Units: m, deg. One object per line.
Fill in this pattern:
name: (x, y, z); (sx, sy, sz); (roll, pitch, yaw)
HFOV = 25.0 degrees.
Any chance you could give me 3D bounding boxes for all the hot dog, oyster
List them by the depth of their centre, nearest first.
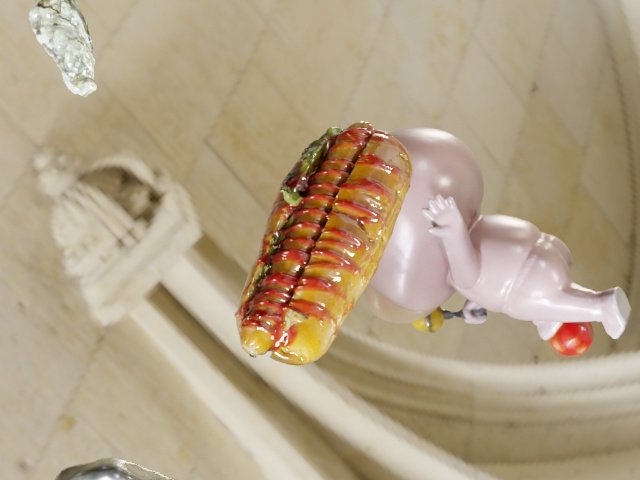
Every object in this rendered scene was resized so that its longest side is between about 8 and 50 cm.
hot dog: (0.000, -0.001, 0.703); (0.062, 0.038, 0.144); (16, -122, 19)
oyster: (-0.216, -0.163, 1.187); (0.037, 0.098, 0.100); (-21, -171, -20)

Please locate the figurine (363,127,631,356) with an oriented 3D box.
figurine: (0.122, 0.022, 1.262); (0.186, 0.287, 0.176); (-62, 180, 27)

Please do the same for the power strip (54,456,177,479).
power strip: (-0.058, 0.216, 0.650); (0.064, 0.198, 0.213); (-88, -158, -59)
